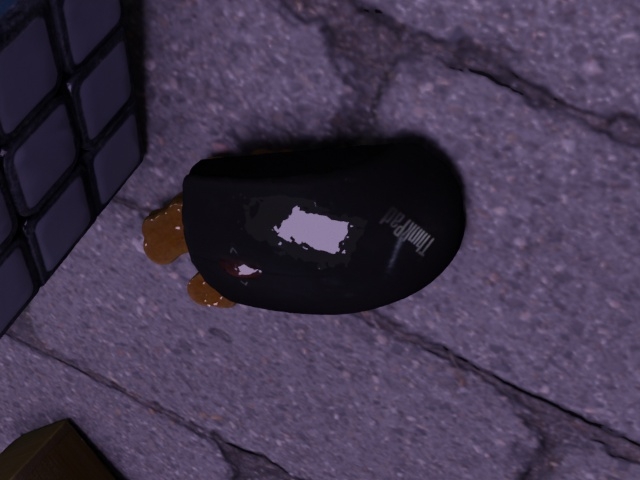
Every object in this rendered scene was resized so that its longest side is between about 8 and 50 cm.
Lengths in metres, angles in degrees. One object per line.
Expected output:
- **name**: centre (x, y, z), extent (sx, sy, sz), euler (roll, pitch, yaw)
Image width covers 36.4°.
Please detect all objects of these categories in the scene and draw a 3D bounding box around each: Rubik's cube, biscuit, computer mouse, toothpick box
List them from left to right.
- **Rubik's cube**: centre (-0.371, -0.124, 0.883), extent (0.305, 0.301, 0.303), euler (20, 144, 14)
- **toothpick box**: centre (-0.362, 0.438, 1.444), extent (0.188, 0.190, 0.308), euler (-24, 106, 39)
- **biscuit**: centre (-0.089, -0.018, 1.027), extent (0.144, 0.040, 0.236), euler (42, 127, -18)
- **computer mouse**: centre (0.000, 0.000, 0.924), extent (0.269, 0.100, 0.170), euler (-4, 125, 17)
